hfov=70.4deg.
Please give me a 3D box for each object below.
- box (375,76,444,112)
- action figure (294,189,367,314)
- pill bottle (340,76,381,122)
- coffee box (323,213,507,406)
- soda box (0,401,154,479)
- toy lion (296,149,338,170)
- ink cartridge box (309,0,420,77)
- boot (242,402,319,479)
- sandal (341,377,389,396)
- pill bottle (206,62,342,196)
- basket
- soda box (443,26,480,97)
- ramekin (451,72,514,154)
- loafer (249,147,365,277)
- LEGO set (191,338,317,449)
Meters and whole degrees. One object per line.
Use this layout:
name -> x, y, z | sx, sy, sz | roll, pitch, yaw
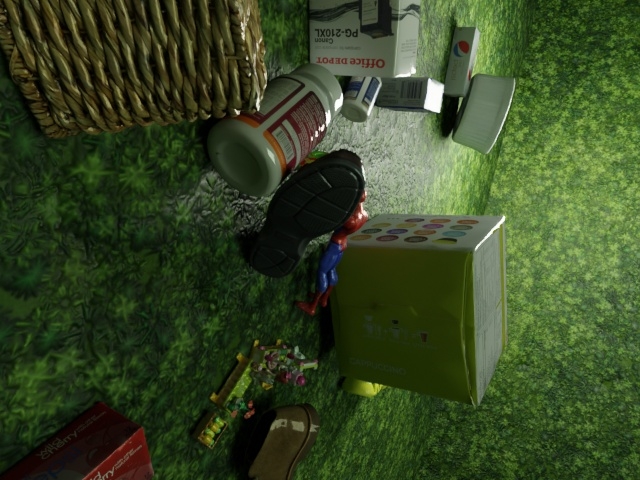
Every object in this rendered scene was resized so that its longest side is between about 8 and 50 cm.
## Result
box -> 0.222, -0.357, 1.116 | 0.137, 0.126, 0.072 | -18, 116, -58
action figure -> 0.000, 0.000, 0.927 | 0.091, 0.139, 0.281 | -25, 146, -59
pill bottle -> 0.089, -0.315, 0.955 | 0.120, 0.067, 0.067 | -67, 151, -16
coffee box -> 0.244, 0.133, 1.094 | 0.334, 0.337, 0.339 | -26, 114, -55
soda box -> -0.310, 0.300, 0.476 | 0.263, 0.083, 0.092 | -38, 134, -51
toy lion -> 0.000, -0.139, 0.862 | 0.100, 0.096, 0.034 | -101, -155, -46
ink cartridge box -> 0.075, -0.406, 0.776 | 0.100, 0.171, 0.238 | -35, 132, -51
boot -> -0.116, 0.458, 0.897 | 0.115, 0.112, 0.306 | 17, 99, -39
sandal -> 0.178, 0.372, 1.373 | 0.317, 0.126, 0.138 | 10, 89, -63
pill bottle -> -0.059, -0.175, 0.687 | 0.221, 0.121, 0.121 | -53, 144, -37
basket -> -0.183, -0.280, 0.444 | 0.214, 0.222, 0.299 | -95, 178, -55
soda box -> 0.476, -0.600, 1.533 | 0.069, 0.073, 0.216 | -8, 110, -60
ramekin -> 0.577, -0.462, 1.637 | 0.277, 0.135, 0.278 | 17, 90, -83
loafer -> -0.029, -0.050, 0.710 | 0.302, 0.109, 0.095 | -47, -159, 46
LEGO set -> -0.096, 0.265, 0.828 | 0.287, 0.107, 0.132 | -22, 121, -57
